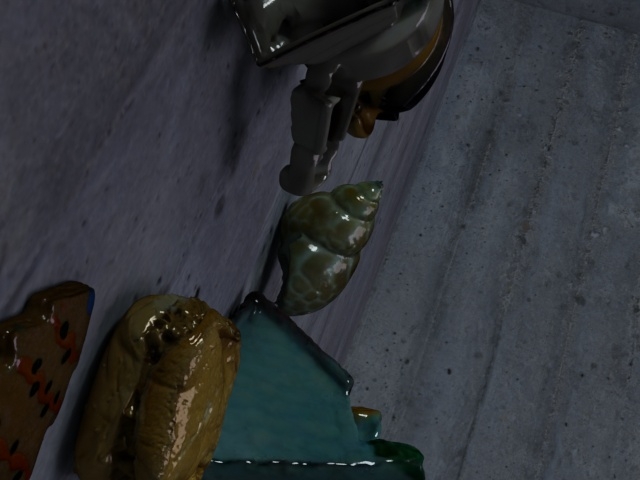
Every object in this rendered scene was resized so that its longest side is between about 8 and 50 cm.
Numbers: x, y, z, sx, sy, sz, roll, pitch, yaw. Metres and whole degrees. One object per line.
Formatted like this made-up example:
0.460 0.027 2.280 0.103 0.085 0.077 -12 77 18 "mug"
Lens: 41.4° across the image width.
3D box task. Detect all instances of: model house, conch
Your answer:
-0.046 0.227 0.901 0.248 0.230 0.280 -102 -157 -54 "model house"
0.000 0.012 0.973 0.116 0.106 0.172 66 40 -78 "conch"

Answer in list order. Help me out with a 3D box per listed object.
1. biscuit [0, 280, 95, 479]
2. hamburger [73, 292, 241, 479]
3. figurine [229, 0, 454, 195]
-0.152 0.074 0.440 0.119 0.019 0.129 95 15 -57 "biscuit"
-0.108 0.110 0.588 0.138 0.083 0.147 39 67 -77 "hamburger"
0.031 -0.181 0.676 0.308 0.143 0.308 -48 162 -21 "figurine"
